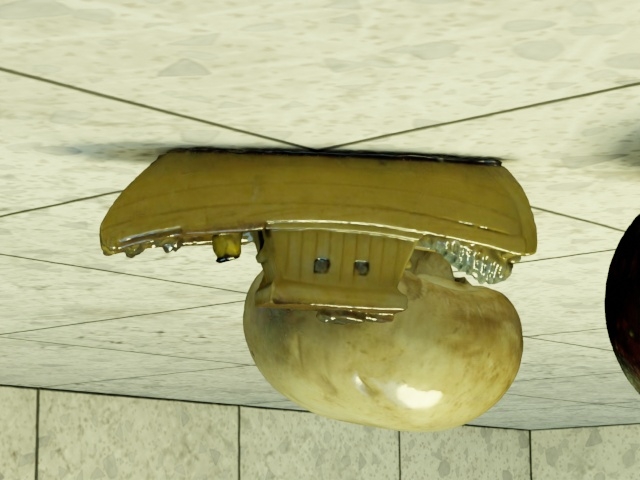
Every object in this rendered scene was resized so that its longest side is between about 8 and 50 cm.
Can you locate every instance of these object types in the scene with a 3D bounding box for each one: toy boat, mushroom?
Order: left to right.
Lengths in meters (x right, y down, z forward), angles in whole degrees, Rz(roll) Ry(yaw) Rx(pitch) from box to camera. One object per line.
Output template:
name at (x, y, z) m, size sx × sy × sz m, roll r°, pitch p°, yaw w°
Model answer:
toy boat at (0.000, 0.000, 1.238) m, size 0.321 × 0.121 × 0.089 m, roll 2°, pitch 175°, yaw -12°
mushroom at (0.055, 0.075, 1.465) m, size 0.255 × 0.184 × 0.255 m, roll -3°, pitch 172°, yaw 0°

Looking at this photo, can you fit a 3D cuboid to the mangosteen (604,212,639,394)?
mangosteen at (0.333, 0.070, 1.188) m, size 0.231 × 0.289 × 0.231 m, roll -27°, pitch 164°, yaw -9°
